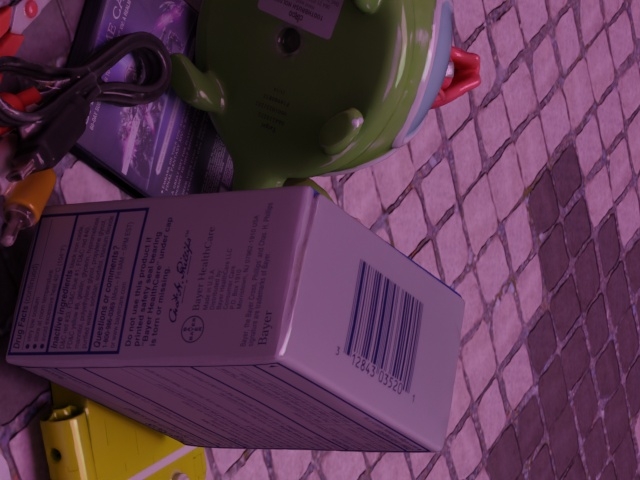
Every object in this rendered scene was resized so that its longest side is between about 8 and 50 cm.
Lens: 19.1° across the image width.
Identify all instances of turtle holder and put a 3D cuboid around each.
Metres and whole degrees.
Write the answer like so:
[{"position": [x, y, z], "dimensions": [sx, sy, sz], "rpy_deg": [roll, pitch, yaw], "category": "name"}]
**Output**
[{"position": [0.017, -0.158, 1.824], "dimensions": [0.227, 0.243, 0.320], "rpy_deg": [-7, 90, -58], "category": "turtle holder"}]

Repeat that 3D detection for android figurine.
[{"position": [-0.173, 0.178, 1.780], "dimensions": [0.248, 0.056, 0.273], "rpy_deg": [-23, 111, -56], "category": "android figurine"}]

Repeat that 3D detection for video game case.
[{"position": [-0.148, -0.132, 1.819], "dimensions": [0.274, 0.026, 0.196], "rpy_deg": [38, 61, -52], "category": "video game case"}]

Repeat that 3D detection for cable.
[{"position": [-0.230, -0.123, 1.643], "dimensions": [0.139, 0.072, 0.287], "rpy_deg": [64, 32, -21], "category": "cable"}]

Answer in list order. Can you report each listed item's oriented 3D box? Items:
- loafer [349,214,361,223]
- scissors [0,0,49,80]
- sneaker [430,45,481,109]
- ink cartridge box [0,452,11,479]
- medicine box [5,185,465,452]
[{"position": [0.000, 0.000, 2.054], "dimensions": [0.125, 0.039, 0.045], "rpy_deg": [-40, 126, -50], "category": "loafer"}, {"position": [-0.263, -0.196, 1.630], "dimensions": [0.297, 0.021, 0.109], "rpy_deg": [-63, 141, -32], "category": "scissors"}, {"position": [0.069, -0.192, 2.057], "dimensions": [0.314, 0.136, 0.116], "rpy_deg": [-10, 101, -57], "category": "sneaker"}, {"position": [-0.327, 0.323, 1.510], "dimensions": [0.308, 0.091, 0.385], "rpy_deg": [-62, 139, -34], "category": "ink cartridge box"}, {"position": [-0.069, 0.075, 1.628], "dimensions": [0.263, 0.289, 0.149], "rpy_deg": [34, 60, -51], "category": "medicine box"}]
